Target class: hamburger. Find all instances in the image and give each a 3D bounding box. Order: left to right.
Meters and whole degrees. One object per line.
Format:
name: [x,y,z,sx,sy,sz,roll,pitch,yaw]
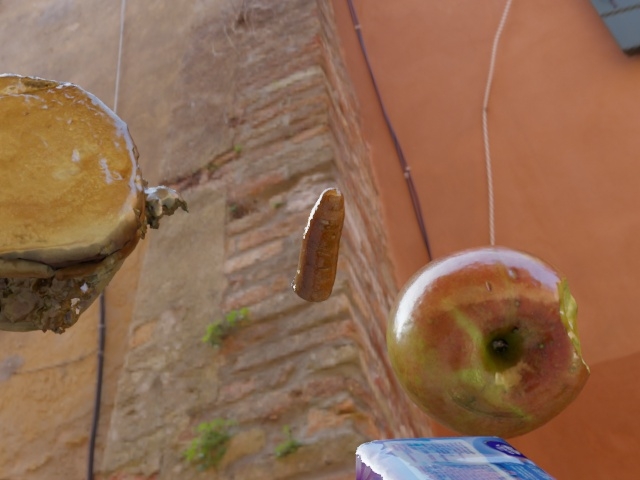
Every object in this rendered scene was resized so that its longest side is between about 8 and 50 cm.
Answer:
hamburger: [-0.177,-0.022,0.522,0.185,0.159,0.131,-1,-28,-17]

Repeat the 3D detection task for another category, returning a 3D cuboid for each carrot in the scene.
carrot: [0.000,0.000,0.882,0.048,0.048,0.139,2,-54,-11]

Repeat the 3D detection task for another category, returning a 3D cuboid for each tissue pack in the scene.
tissue pack: [0.166,0.315,0.843,0.198,0.263,0.146,3,-83,-19]

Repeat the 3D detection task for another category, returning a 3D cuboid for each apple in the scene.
apple: [0.284,0.168,1.410,0.339,0.339,0.339,-5,-42,-4]
